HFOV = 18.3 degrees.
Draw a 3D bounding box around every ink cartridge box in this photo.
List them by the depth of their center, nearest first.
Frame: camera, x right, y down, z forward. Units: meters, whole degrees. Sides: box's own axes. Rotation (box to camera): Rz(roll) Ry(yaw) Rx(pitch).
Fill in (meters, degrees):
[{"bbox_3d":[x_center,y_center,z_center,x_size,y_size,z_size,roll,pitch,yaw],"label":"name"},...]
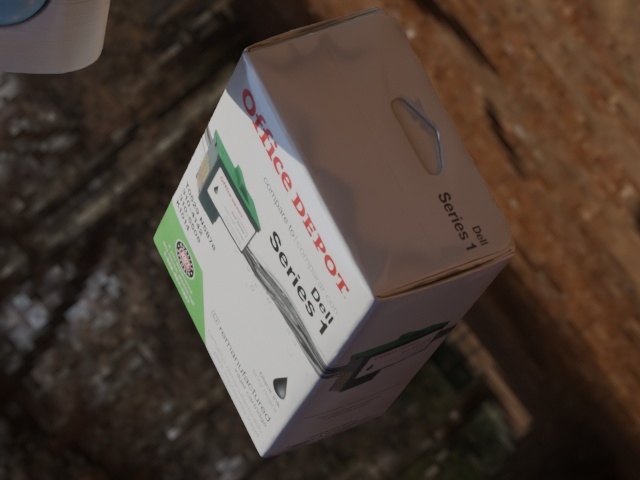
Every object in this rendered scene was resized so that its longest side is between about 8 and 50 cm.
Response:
[{"bbox_3d":[0.000,0.000,1.099,0.160,0.092,0.219,62,153,18],"label":"ink cartridge box"}]

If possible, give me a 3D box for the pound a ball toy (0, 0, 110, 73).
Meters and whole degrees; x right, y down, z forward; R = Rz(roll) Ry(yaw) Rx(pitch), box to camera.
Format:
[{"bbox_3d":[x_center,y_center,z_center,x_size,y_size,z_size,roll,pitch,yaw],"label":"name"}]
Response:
[{"bbox_3d":[-0.111,-0.237,0.980,0.136,0.208,0.319,-106,25,-49],"label":"pound a ball toy"}]
